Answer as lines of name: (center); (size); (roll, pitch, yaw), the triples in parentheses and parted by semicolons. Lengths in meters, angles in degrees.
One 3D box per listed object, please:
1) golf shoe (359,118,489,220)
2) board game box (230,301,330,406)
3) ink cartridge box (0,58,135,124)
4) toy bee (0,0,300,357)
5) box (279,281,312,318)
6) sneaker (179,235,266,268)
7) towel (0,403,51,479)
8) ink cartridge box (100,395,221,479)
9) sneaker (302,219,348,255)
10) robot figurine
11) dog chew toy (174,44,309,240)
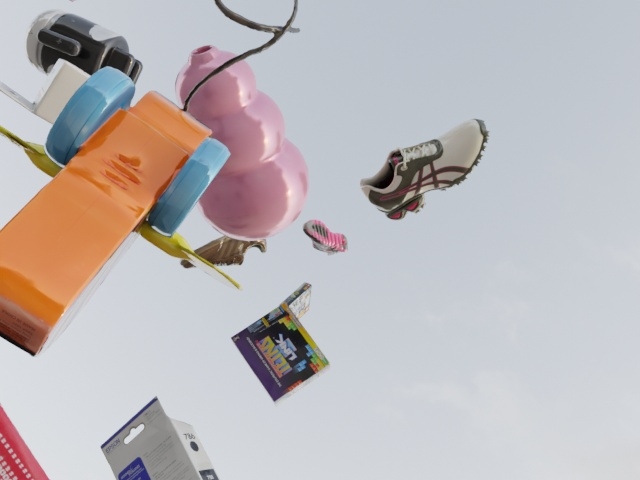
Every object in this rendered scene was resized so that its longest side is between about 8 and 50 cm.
golf shoe: (0.203, -0.146, 1.269); (0.273, 0.105, 0.120); (-41, -48, 24)
board game box: (-0.084, 0.237, 1.369); (0.170, 0.141, 0.048); (51, -16, 23)
ink cartridge box: (-0.257, -0.145, 0.741); (0.198, 0.115, 0.067); (31, -90, -29)
toy bee: (-0.119, -0.039, 0.453); (0.195, 0.298, 0.162); (53, -33, 2)
box: (-0.073, 0.190, 1.848); (0.027, 0.137, 0.093); (23, -54, 22)
sneaker: (-0.193, 0.027, 1.335); (0.071, 0.189, 0.066); (64, -23, -2)
towel: (-0.363, 0.188, 0.464); (0.198, 0.275, 0.031); (56, -39, 2)
ink cartridge box: (-0.253, 0.455, 1.141); (0.165, 0.065, 0.332); (-42, -116, 14)
sneaker: (0.000, 0.000, 1.240); (0.057, 0.047, 0.119); (-22, -36, 33)
robot figurine: (-0.589, -0.455, 1.607); (0.278, 0.173, 0.209); (25, -37, 2)
dog chew toy: (-0.142, -0.163, 1.094); (0.207, 0.206, 0.331); (-1, -52, 23)
